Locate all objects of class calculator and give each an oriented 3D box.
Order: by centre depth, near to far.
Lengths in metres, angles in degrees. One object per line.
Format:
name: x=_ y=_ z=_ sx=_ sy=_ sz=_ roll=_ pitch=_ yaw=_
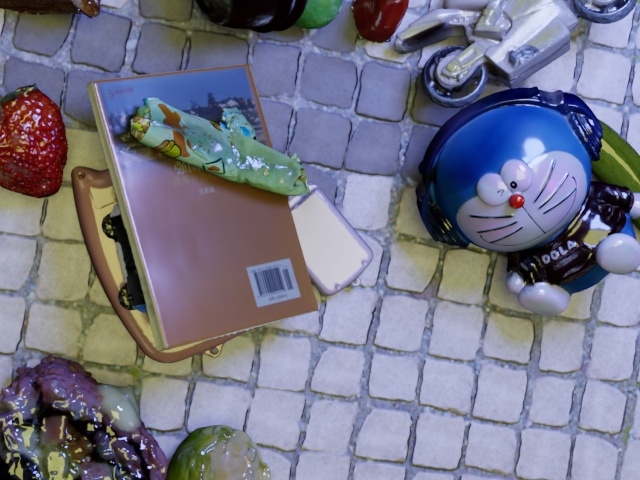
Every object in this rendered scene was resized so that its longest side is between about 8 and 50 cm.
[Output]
calculator: x=-0.211 y=0.016 z=1.902 sx=0.220 sy=0.048 sz=0.329 roll=-25 pitch=95 yaw=-10
calculator: x=0.000 y=0.000 z=1.947 sx=0.100 sy=0.032 sz=0.175 roll=-41 pitch=98 yaw=-6

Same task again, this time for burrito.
burrito: x=-0.131 y=-0.137 z=1.833 sx=0.288 sy=0.054 sz=0.104 roll=22 pitch=62 yaw=-29

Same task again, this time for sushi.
sushi: x=-0.339 y=0.286 z=1.825 sx=0.236 sy=0.171 sz=0.270 roll=-40 pitch=93 yaw=-6

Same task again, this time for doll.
doll: x=0.293 y=-0.070 z=1.903 sx=0.284 sy=0.240 sz=0.310 roll=-41 pitch=115 yaw=19

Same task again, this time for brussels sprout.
brussels sprout: x=-0.154 y=0.343 z=1.888 sx=0.151 sy=0.122 sz=0.149 roll=-41 pitch=108 yaw=-42

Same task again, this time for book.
book: x=-0.156 y=-0.054 z=1.837 sx=0.263 sy=0.028 sz=0.374 roll=-12 pitch=83 yaw=-36

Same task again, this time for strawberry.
strawberry: x=-0.409 y=-0.131 z=1.827 sx=0.131 sy=0.131 sz=0.148 roll=-15 pitch=86 yaw=-9

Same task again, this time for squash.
squash: x=0.441 y=-0.108 z=2.005 sx=0.318 sy=0.080 sz=0.071 roll=46 pitch=46 yaw=-9

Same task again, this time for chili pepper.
chili pepper: x=0.094 y=-0.334 z=1.887 sx=0.065 sy=0.169 sz=0.088 roll=-15 pitch=92 yaw=-11

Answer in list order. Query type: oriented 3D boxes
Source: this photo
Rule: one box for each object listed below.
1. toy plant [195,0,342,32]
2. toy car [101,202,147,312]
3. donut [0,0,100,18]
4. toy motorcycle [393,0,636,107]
toy plant: x=-0.065 y=-0.392 z=1.869 sx=0.235 sy=0.175 sz=0.218 roll=-22 pitch=104 yaw=-36
toy car: x=-0.243 y=0.012 z=1.832 sx=0.070 sy=0.080 sz=0.170 roll=-12 pitch=90 yaw=-37
donut: x=-0.407 y=-0.373 z=1.830 sx=0.187 sy=0.144 sz=0.126 roll=8 pitch=83 yaw=20
toy motorcycle: x=0.269 y=-0.340 z=1.932 sx=0.341 sy=0.108 sz=0.223 roll=-32 pitch=71 yaw=1
